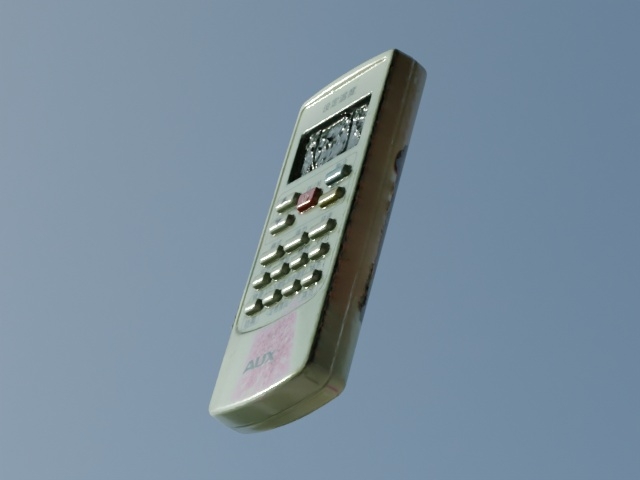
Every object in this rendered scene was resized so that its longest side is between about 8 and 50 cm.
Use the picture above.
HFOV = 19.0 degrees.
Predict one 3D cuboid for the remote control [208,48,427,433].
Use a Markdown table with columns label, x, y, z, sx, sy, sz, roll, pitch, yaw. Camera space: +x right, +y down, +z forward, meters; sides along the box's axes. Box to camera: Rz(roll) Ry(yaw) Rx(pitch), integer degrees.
| label | x | y | z | sx | sy | sz | roll | pitch | yaw |
| --- | --- | --- | --- | --- | --- | --- | --- | --- | --- |
| remote control | -0.001 | 0.000 | 1.599 | 0.050 | 0.344 | 0.145 | 34 | -38 | -24 |
